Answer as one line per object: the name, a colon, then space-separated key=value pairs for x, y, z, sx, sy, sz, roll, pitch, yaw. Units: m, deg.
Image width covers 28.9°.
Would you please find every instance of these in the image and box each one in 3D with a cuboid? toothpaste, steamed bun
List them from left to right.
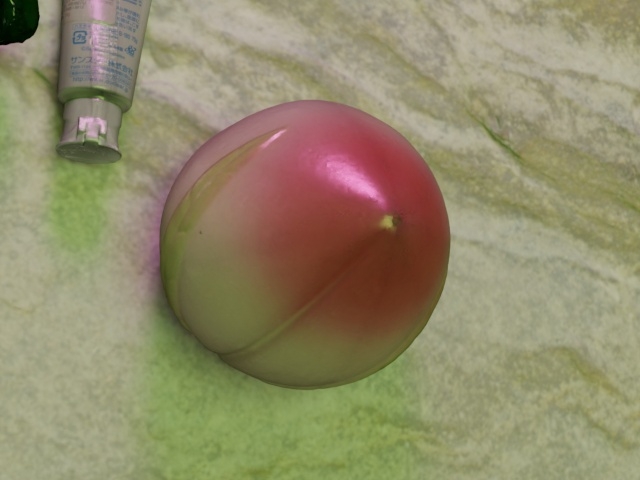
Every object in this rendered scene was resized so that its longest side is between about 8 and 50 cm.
toothpaste: x=-0.220 y=-0.229 z=1.265 sx=0.114 sy=0.073 sz=0.299 roll=11 pitch=73 yaw=-24
steamed bun: x=0.000 y=0.000 z=1.224 sx=0.309 sy=0.309 sz=0.309 roll=2 pitch=84 yaw=-26

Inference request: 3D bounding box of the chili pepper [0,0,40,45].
chili pepper: x=-0.372 y=-0.279 z=1.129 sx=0.165 sy=0.174 sz=0.261 roll=-39 pitch=111 yaw=-31
